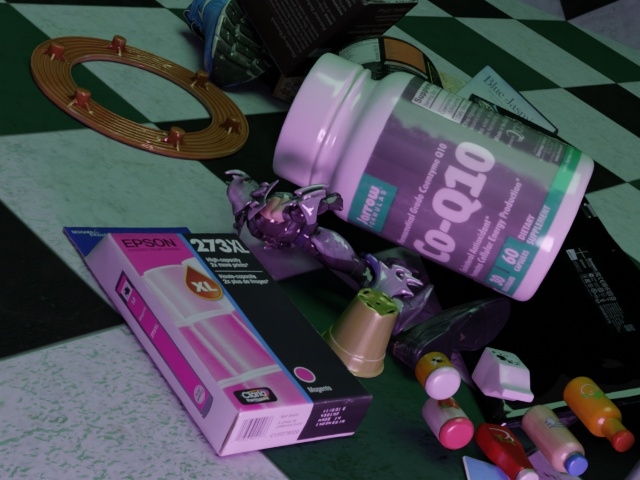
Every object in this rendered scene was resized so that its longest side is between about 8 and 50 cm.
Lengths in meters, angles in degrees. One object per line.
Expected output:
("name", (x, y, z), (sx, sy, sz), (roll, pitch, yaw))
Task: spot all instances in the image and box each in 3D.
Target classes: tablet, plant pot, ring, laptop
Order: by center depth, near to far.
("tablet", (0.179, 0.262, 1.157), (0.054, 0.006, 0.083), (20, 28, -14))
("plant pot", (0.050, 0.099, 1.256), (0.083, 0.079, 0.083), (20, 27, -10))
("laptop", (0.365, 0.146, 1.492), (0.408, 0.236, 0.382), (-10, 39, -7))
("ring", (-0.259, -0.223, 1.622), (0.336, 0.032, 0.336), (20, 26, -10))

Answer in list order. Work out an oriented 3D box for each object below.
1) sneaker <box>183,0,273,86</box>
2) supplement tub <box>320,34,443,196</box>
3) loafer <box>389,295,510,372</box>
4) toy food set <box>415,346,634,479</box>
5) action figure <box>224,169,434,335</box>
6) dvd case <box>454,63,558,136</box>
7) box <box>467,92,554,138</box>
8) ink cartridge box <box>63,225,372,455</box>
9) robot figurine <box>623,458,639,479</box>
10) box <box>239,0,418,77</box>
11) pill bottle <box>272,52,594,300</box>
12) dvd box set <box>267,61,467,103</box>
("sneaker", (-0.157, -0.365, 1.890), (0.130, 0.147, 0.330), (41, 35, -29))
("supplement tub", (0.091, -0.182, 1.662), (0.207, 0.207, 0.338), (21, 26, -9))
("loafer", (0.159, 0.103, 1.329), (0.170, 0.062, 0.061), (-20, 30, -33))
("toy food set", (0.210, 0.195, 1.172), (0.232, 0.111, 0.104), (16, 19, -26))
("action figure", (0.000, 0.000, 1.339), (0.285, 0.099, 0.185), (35, -9, -5))
("dvd case", (0.297, -0.192, 1.930), (0.180, 0.022, 0.253), (44, 50, 4))
("box", (0.258, -0.112, 1.713), (0.147, 0.180, 0.077), (25, 28, -1))
("ink cartridge box", (-0.119, 0.074, 1.178), (0.175, 0.069, 0.371), (0, 34, -42))
("robot figurine", (0.470, 0.321, 1.076), (0.353, 0.200, 0.300), (31, 22, -3))
("box", (0.013, -0.394, 1.797), (0.168, 0.203, 0.167), (-18, 75, -53))
("pill bottle", (0.137, -0.086, 1.380), (0.361, 0.204, 0.204), (25, 26, 7))
("dvd box set", (0.103, -0.279, 2.013), (0.420, 0.062, 0.308), (18, 28, -17))
